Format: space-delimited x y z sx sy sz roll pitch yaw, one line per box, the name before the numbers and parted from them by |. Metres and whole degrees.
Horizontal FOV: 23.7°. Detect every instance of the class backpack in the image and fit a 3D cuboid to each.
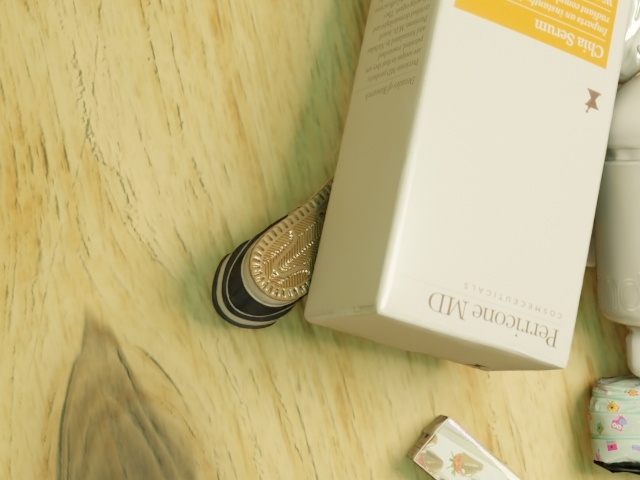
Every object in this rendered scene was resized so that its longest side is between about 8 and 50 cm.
backpack | 0.381 0.199 1.649 0.182 0.152 0.115 -2 82 9

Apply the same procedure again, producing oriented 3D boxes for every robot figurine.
robot figurine | 0.387 -0.032 1.598 0.300 0.200 0.353 0 96 41

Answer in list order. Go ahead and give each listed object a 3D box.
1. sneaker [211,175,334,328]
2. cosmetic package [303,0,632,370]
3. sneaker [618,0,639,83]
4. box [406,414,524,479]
sneaker | 0.000 0.000 1.657 0.282 0.153 0.099 -33 87 -35
cosmetic package | 0.158 -0.111 1.558 0.230 0.161 0.453 17 77 -25
sneaker | 0.361 -0.294 1.688 0.115 0.090 0.232 35 85 2
box | 0.236 0.315 1.664 0.324 0.067 0.063 40 86 0
